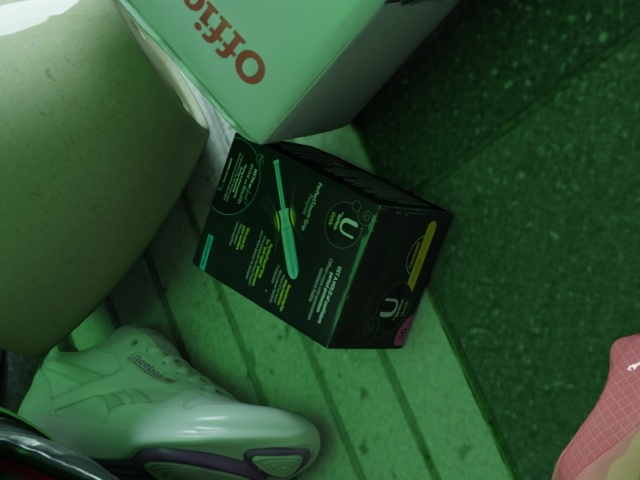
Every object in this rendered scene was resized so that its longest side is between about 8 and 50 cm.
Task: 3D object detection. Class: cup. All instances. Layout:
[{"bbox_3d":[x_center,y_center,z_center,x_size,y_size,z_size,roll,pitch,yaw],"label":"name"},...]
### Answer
[{"bbox_3d":[-0.240,-0.099,1.210,0.237,0.331,0.331,-34,63,5],"label":"cup"}]

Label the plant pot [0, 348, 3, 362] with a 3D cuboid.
[{"bbox_3d":[-0.451,0.098,1.410,0.293,0.196,0.293,-3,85,39],"label":"plant pot"}]

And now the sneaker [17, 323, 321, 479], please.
[{"bbox_3d":[-0.138,0.138,1.202,0.305,0.114,0.152,1,60,27],"label":"sneaker"}]

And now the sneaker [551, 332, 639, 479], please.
[{"bbox_3d":[0.210,0.206,0.934,0.136,0.116,0.313,23,94,49],"label":"sneaker"}]

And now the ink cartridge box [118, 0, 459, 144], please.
[{"bbox_3d":[0.014,-0.309,1.041,0.285,0.166,0.395,49,117,12],"label":"ink cartridge box"}]

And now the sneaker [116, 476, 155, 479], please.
[{"bbox_3d":[-0.143,0.245,1.248,0.158,0.061,0.064,8,118,40],"label":"sneaker"}]

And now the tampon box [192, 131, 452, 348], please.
[{"bbox_3d":[0.000,0.000,1.109,0.161,0.101,0.120,30,105,36],"label":"tampon box"}]

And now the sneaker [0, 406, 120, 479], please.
[{"bbox_3d":[-0.137,0.282,1.048,0.483,0.202,0.185,24,85,5],"label":"sneaker"}]
